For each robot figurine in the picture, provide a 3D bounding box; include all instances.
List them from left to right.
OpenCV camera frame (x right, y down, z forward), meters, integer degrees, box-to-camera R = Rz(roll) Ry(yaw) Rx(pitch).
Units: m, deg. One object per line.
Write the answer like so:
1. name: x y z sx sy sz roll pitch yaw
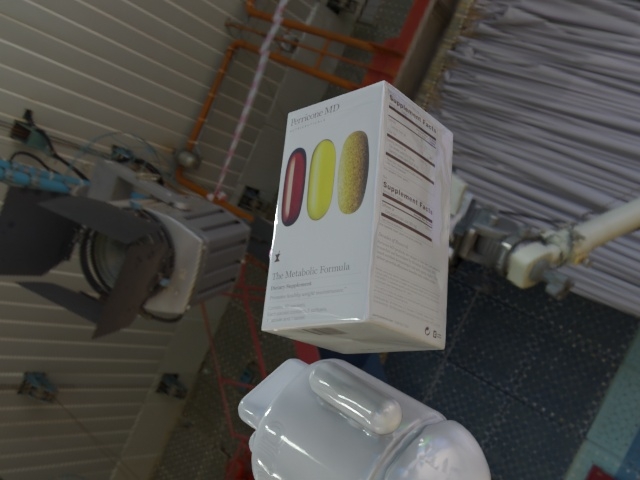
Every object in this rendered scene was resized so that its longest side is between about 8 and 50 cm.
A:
1. robot figurine: 0.058 0.278 0.874 0.200 0.353 0.300 -41 -45 -30

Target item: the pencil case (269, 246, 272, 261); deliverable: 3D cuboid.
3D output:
1. pencil case: 0.000 0.000 1.092 0.095 0.098 0.209 9 -31 -23

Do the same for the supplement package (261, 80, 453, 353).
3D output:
1. supplement package: 0.043 -0.016 0.742 0.134 0.139 0.244 25 -117 -44
